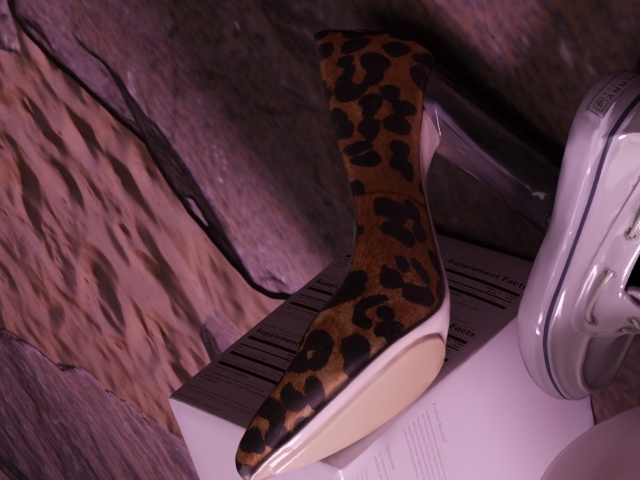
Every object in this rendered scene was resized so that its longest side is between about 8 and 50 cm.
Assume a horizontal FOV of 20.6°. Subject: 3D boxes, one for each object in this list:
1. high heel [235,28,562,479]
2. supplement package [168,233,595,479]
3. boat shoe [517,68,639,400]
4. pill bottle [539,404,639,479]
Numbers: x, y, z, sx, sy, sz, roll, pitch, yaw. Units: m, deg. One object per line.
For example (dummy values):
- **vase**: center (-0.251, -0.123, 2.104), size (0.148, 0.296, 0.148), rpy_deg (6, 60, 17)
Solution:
- **high heel**: center (0.000, 0.000, 0.968), size (0.186, 0.261, 0.093), rpy_deg (39, 157, 19)
- **supplement package**: center (0.049, 0.130, 1.088), size (0.149, 0.203, 0.194), rpy_deg (18, 135, 42)
- **boat shoe**: center (0.160, 0.018, 0.933), size (0.076, 0.083, 0.226), rpy_deg (36, 147, 30)
- **pill bottle**: center (0.235, 0.242, 0.996), size (0.161, 0.161, 0.283), rpy_deg (12, 132, 51)
